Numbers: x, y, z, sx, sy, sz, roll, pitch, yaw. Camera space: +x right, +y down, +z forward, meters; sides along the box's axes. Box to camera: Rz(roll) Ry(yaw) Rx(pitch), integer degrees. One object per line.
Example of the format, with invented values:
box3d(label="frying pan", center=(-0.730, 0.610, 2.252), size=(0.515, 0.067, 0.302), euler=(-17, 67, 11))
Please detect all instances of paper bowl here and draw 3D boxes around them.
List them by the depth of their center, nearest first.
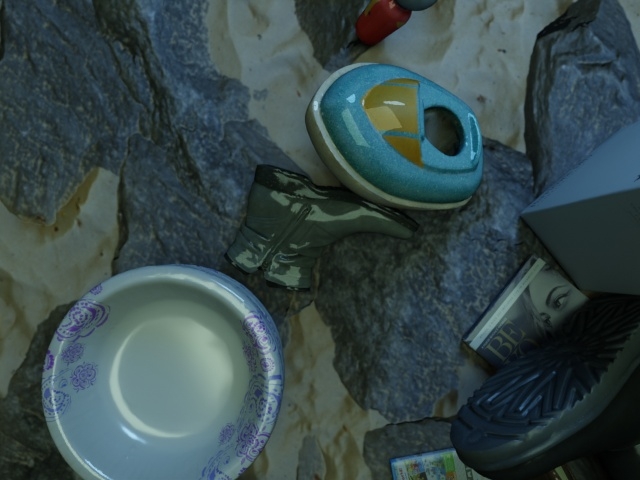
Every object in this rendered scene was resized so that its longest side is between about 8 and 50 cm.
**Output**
box3d(label="paper bowl", center=(-0.188, 0.172, 0.665), size=(0.284, 0.148, 0.284), euler=(0, 89, -1))

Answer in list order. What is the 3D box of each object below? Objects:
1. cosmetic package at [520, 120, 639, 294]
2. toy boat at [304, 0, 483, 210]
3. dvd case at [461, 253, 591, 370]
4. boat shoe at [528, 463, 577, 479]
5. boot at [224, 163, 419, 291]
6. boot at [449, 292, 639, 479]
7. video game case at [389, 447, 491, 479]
box3d(label="cosmetic package", center=(0.420, -0.055, 0.570), size=(0.217, 0.385, 0.156), euler=(-40, 90, -5))
box3d(label="toy boat", center=(0.108, -0.199, 0.659), size=(0.268, 0.148, 0.318), euler=(5, 75, -31))
box3d(label="dvd case", center=(0.341, 0.151, 0.742), size=(0.221, 0.018, 0.164), euler=(40, 88, 0))
box3d(label="boat shoe", center=(0.351, 0.400, 0.710), size=(0.095, 0.095, 0.257), euler=(-12, 82, -32))
box3d(label="boot", center=(0.000, 0.000, 0.722), size=(0.247, 0.083, 0.161), euler=(17, 99, 0))
box3d(label="boot", center=(0.395, 0.333, 0.627), size=(0.367, 0.146, 0.445), euler=(-28, 94, -22))
box3d(label="video game case", center=(0.191, 0.359, 0.733), size=(0.166, 0.015, 0.119), euler=(-10, 89, -2))
